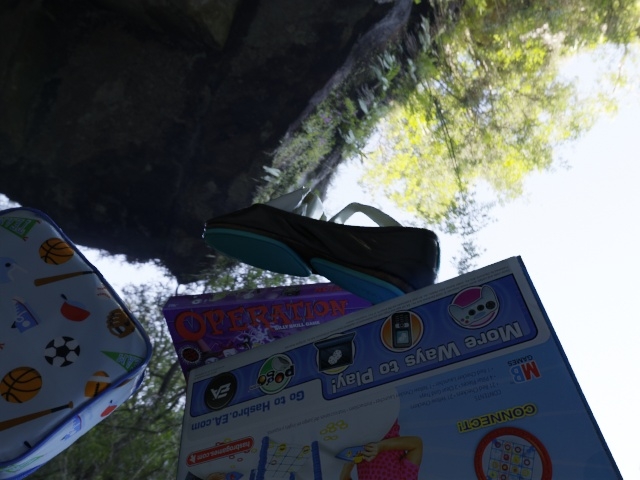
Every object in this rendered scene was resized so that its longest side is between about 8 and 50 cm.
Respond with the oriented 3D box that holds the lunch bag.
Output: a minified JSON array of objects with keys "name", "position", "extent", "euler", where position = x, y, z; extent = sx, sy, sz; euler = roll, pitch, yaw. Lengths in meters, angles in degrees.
[{"name":"lunch bag","position":[-0.377,0.112,0.573],"extent":[0.303,0.243,0.115],"euler":[45,-40,8]}]

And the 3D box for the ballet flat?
[{"name":"ballet flat","position":[0.000,0.000,0.512],"extent":[0.281,0.095,0.096],"euler":[16,-117,31]}]

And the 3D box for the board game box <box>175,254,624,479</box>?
[{"name":"board game box","position":[0.042,0.197,0.321],"extent":[0.308,0.086,0.301],"euler":[-22,-134,18]}]

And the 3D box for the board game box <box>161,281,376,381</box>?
[{"name":"board game box","position":[-0.042,0.165,0.719],"extent":[0.347,0.056,0.208],"euler":[-6,-71,9]}]
